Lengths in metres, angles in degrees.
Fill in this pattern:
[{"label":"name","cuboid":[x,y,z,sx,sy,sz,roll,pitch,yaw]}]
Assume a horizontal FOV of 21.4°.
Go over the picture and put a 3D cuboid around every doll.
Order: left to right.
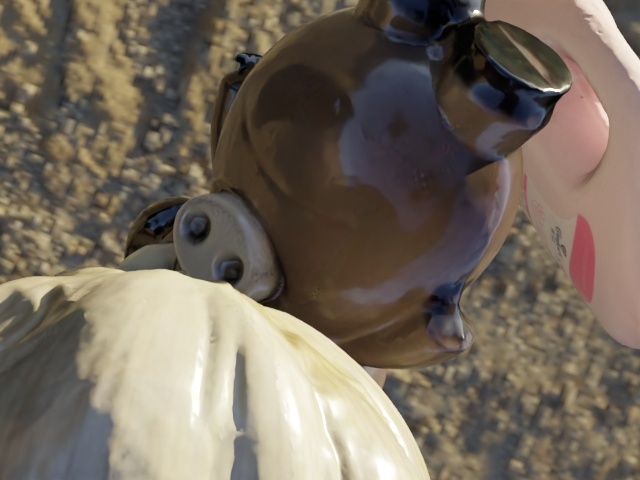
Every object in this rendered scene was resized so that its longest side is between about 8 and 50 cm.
[{"label":"doll","cuboid":[0.002,-0.001,0.738,0.117,0.182,0.257,3,134,-52]}]

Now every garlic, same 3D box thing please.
[{"label":"garlic","cuboid":[-0.066,0.084,0.592,0.228,0.228,0.152,11,90,-42]}]

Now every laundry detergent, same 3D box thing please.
[{"label":"laundry detergent","cuboid":[0.170,-0.025,0.942,0.087,0.335,0.159,-15,135,-11]}]
